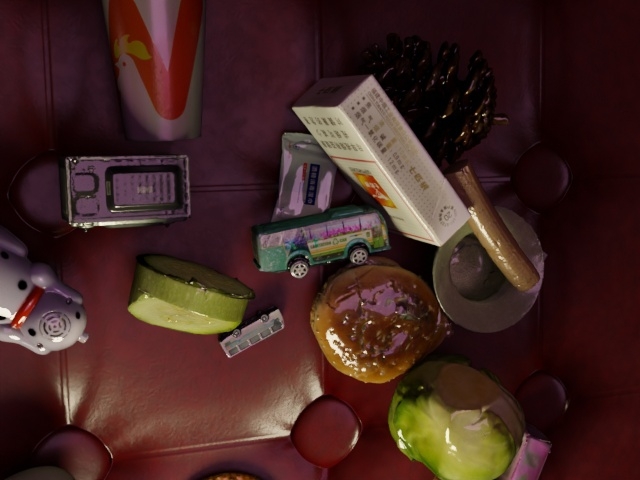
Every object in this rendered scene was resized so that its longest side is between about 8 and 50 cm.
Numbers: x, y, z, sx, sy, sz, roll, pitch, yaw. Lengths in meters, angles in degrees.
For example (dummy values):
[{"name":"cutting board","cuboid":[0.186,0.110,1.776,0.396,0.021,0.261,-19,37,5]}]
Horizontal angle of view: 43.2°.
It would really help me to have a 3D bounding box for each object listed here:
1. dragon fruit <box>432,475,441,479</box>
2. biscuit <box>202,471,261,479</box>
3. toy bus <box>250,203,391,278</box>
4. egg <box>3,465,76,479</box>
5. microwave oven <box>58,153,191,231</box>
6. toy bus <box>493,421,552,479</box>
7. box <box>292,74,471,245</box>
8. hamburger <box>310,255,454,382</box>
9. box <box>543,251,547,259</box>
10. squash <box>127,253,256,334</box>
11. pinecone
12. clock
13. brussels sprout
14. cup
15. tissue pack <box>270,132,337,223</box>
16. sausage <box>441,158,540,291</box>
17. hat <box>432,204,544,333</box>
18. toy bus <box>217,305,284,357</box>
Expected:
[{"name":"dragon fruit","cuboid":[0.276,0.569,1.692,0.125,0.125,0.246,5,110,-33]},{"name":"biscuit","cuboid":[-0.184,0.573,1.575,0.254,0.035,0.254,-2,95,-18]},{"name":"toy bus","cuboid":[0.000,0.000,1.538,0.262,0.091,0.109,-12,107,-13]},{"name":"egg","cuboid":[-0.511,0.494,1.385,0.232,0.176,0.176,-45,107,-15]},{"name":"microwave oven","cuboid":[-0.339,-0.085,1.394,0.205,0.163,0.129,-4,99,-21]},{"name":"toy bus","cuboid":[0.400,0.523,1.727,0.090,0.112,0.274,23,86,-15]},{"name":"box","cuboid":[0.110,-0.148,1.492,0.095,0.210,0.330,-43,112,-12]},{"name":"hamburger","cuboid":[0.114,0.159,1.583,0.286,0.146,0.243,11,99,-21]},{"name":"box","cuboid":[0.423,0.021,1.722,0.117,0.036,0.050,34,84,-19]},{"name":"squash","cuboid":[-0.232,0.107,1.419,0.220,0.220,0.133,19,86,-19]},{"name":"pinecone","cuboid":[0.204,-0.266,1.533,0.309,0.244,0.244,27,86,-3]},{"name":"clock","cuboid":[-0.501,0.096,1.350,0.254,0.189,0.189,32,85,-17]},{"name":"brussels sprout","cuboid":[0.264,0.345,1.573,0.259,0.294,0.227,31,60,18]},{"name":"cup","cuboid":[-0.278,-0.320,1.386,0.203,0.203,0.288,-6,104,-18]},{"name":"tissue pack","cuboid":[-0.029,-0.109,1.563,0.123,0.026,0.193,6,95,-20]},{"name":"sausage","cuboid":[0.324,-0.022,1.529,0.066,0.066,0.301,-39,109,-11]},{"name":"hat","cuboid":[0.310,0.051,1.636,0.257,0.130,0.257,-3,97,-21]},{"name":"toy bus","cuboid":[-0.132,0.175,1.552,0.131,0.037,0.052,-28,105,-13]}]
